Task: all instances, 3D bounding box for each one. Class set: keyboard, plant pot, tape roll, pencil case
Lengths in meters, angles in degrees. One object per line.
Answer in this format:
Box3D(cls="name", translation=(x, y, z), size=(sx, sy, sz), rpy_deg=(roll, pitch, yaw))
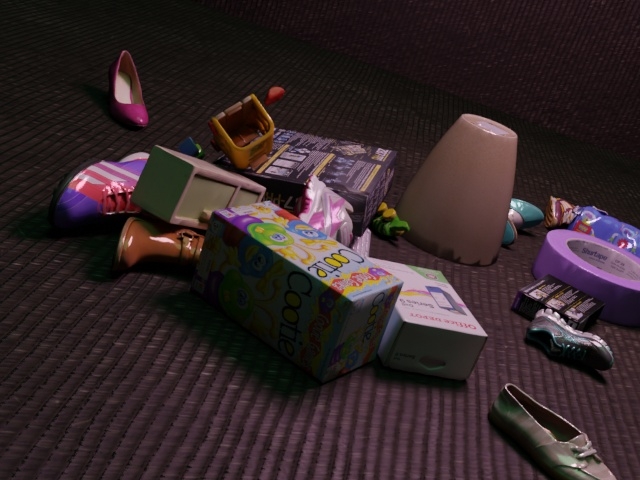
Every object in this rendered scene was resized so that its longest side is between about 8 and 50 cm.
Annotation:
Box3D(cls="keyboard", translation=(0.067, 0.005, 1.698), size=(0.072, 0.014, 0.256), rpy_deg=(49, 17, -13))
Box3D(cls="plant pot", translation=(0.317, -0.125, 1.907), size=(0.256, 0.274, 0.256), rpy_deg=(17, 21, -7))
Box3D(cls="tape roll", translation=(0.609, 0.078, 1.921), size=(0.275, 0.090, 0.275), rpy_deg=(16, 22, -7))
Box3D(cls="pencil case", translation=(0.738, 0.020, 2.112), size=(0.306, 0.133, 0.119), rpy_deg=(26, -10, 13))

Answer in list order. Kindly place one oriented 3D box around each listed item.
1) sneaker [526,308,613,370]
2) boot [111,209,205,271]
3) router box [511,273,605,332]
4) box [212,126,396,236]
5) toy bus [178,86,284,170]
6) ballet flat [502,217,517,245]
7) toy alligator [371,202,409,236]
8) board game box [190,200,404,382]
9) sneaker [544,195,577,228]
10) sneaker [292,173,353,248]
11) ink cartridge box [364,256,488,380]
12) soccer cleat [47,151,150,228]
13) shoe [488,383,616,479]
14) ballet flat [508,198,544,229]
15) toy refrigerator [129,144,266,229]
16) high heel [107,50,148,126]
Box3D(cls="sneaker", translation=(0.442, 0.191, 1.574), size=(0.166, 0.065, 0.076), rpy_deg=(30, 40, 33))
Box3D(cls="boot", translation=(-0.238, 0.016, 1.387), size=(0.152, 0.073, 0.197), rpy_deg=(23, 24, -2))
Box3D(cls="router box", translation=(0.475, 0.130, 1.743), size=(0.133, 0.046, 0.179), rpy_deg=(30, 24, 26))
Box3D(cls="box", translation=(-0.026, -0.135, 1.817), size=(0.318, 0.097, 0.395), rpy_deg=(10, 20, 9))
Box3D(cls="toy bus", translation=(-0.139, -0.184, 1.622), size=(0.104, 0.191, 0.202), rpy_deg=(55, 35, 8))
Box3D(cls="ballet flat", translation=(0.385, -0.065, 2.069), size=(0.206, 0.073, 0.067), rpy_deg=(44, 17, 15))
Box3D(cls="toy alligator", translation=(0.124, -0.048, 1.874), size=(0.051, 0.056, 0.189), rpy_deg=(-36, 34, -10))
Box3D(cls="board game box", translation=(-0.040, 0.069, 1.325), size=(0.275, 0.144, 0.142), rpy_deg=(31, 25, 28))
Box3D(cls="sneaker", translation=(0.645, -0.071, 2.326), size=(0.084, 0.069, 0.185), rpy_deg=(17, 22, 8))
Box3D(cls="sneaker", translation=(0.001, -0.005, 1.521), size=(0.111, 0.103, 0.252), rpy_deg=(23, 49, -8))
Box3D(cls="ink cartridge box", translation=(0.154, 0.124, 1.428), size=(0.154, 0.093, 0.212), rpy_deg=(12, 25, -20))
Box3D(cls="soccer cleat", translation=(-0.335, -0.076, 1.483), size=(0.116, 0.109, 0.318), rpy_deg=(28, 21, 11))
Box3D(cls="shoe", translation=(0.331, 0.284, 1.241), size=(0.076, 0.058, 0.219), rpy_deg=(-5, 32, -46))
Box3D(cls="ballet flat", translation=(0.423, -0.069, 2.148), size=(0.247, 0.083, 0.087), rpy_deg=(21, 46, 3))
Box3D(cls="toy refrigerator", translation=(-0.198, -0.077, 1.494), size=(0.094, 0.102, 0.269), rpy_deg=(28, 5, 20))
Box3D(cls="high heel", translation=(-0.436, -0.347, 2.009), size=(0.082, 0.117, 0.244), rpy_deg=(9, 24, -26))
